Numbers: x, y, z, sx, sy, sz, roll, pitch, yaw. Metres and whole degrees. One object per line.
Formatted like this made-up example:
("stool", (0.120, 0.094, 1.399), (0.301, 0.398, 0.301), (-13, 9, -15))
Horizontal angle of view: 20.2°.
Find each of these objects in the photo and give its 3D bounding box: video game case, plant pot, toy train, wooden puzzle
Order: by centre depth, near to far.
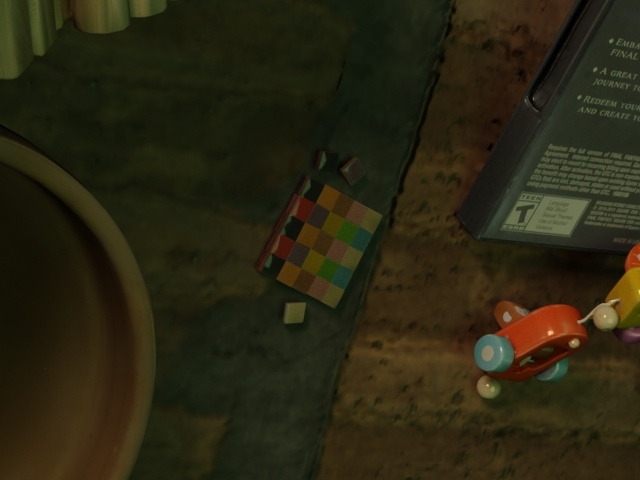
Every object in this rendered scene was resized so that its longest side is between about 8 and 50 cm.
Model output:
("plant pot", (-0.187, 0.047, 0.647), (0.237, 0.110, 0.237), (-18, 125, -28))
("wooden puzzle", (0.000, 0.000, 0.831), (0.049, 0.006, 0.083), (28, 90, -38))
("video game case", (0.204, -0.106, 0.862), (0.196, 0.026, 0.274), (5, 124, -36))
("toy train", (0.156, 0.039, 0.924), (0.166, 0.046, 0.125), (9, 144, -43))

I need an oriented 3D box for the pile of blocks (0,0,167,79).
("pile of blocks", (-0.127, -0.129, 0.610), (0.362, 0.149, 0.112), (-26, 126, -41))
